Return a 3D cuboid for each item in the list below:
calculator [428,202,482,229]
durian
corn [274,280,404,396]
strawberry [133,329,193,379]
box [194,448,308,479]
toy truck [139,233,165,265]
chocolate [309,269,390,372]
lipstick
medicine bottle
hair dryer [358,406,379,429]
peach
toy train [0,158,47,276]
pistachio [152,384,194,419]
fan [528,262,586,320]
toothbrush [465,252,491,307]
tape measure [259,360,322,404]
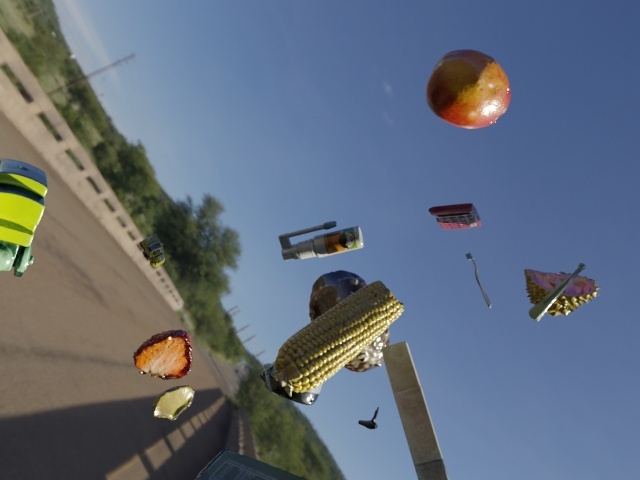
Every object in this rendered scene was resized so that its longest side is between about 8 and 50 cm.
[{"bbox_3d":[0.398,-0.073,1.897,0.190,0.126,0.034,36,52,-63],"label":"calculator"},{"bbox_3d":[0.684,0.147,1.872,0.182,0.132,0.165,21,-14,-4],"label":"durian"},{"bbox_3d":[0.047,0.233,1.616,0.144,0.387,0.144,44,-22,23],"label":"corn"},{"bbox_3d":[-0.494,0.348,2.110,0.190,0.236,0.111,26,35,-21],"label":"strawberry"},{"bbox_3d":[-0.068,0.697,1.419,0.420,0.138,0.373,12,-62,31],"label":"box"},{"bbox_3d":[-0.421,0.025,1.633,0.054,0.049,0.083,53,-22,21],"label":"toy truck"},{"bbox_3d":[0.105,0.273,2.035,0.340,0.225,0.210,66,-5,-35],"label":"chocolate"},{"bbox_3d":[0.244,0.451,1.673,0.080,0.076,0.371,53,21,-69],"label":"lipstick"},{"bbox_3d":[0.000,0.000,1.740,0.061,0.220,0.092,-76,151,-70],"label":"medicine bottle"},{"bbox_3d":[0.178,0.620,2.272,0.079,0.083,0.031,2,-40,46],"label":"hair dryer"},{"bbox_3d":[0.472,-0.476,2.051,0.281,0.238,0.281,16,-35,12],"label":"peach"},{"bbox_3d":[-0.862,-0.079,1.789,0.179,0.272,0.442,19,11,-29],"label":"toy train"},{"bbox_3d":[-0.406,0.439,1.744,0.173,0.049,0.089,0,95,-64],"label":"pistachio"},{"bbox_3d":[0.614,0.131,1.681,0.016,0.193,0.038,30,17,-39],"label":"fan"},{"bbox_3d":[0.341,0.084,1.393,0.011,0.013,0.131,76,-3,-65],"label":"toothbrush"},{"bbox_3d":[-0.084,0.436,2.002,0.181,0.107,0.182,17,-6,30],"label":"tape measure"}]
